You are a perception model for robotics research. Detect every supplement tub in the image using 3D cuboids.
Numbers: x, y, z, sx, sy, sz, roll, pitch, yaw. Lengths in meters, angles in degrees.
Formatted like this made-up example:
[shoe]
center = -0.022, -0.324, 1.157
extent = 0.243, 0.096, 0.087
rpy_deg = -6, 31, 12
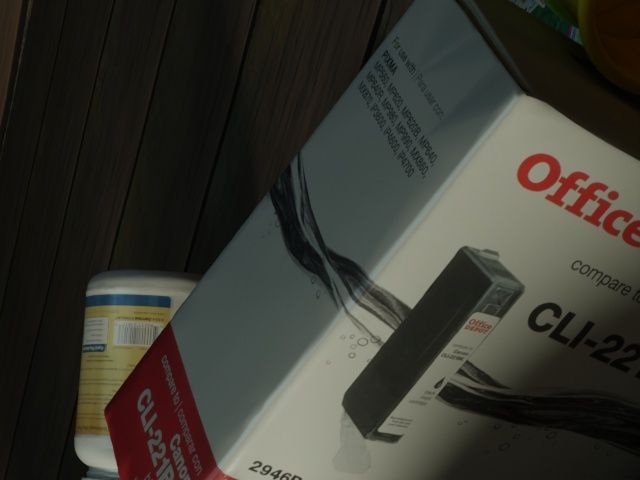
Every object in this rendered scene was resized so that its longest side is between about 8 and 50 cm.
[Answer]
[supplement tub]
center = -0.142, 0.132, 1.403
extent = 0.144, 0.144, 0.200
rpy_deg = 163, 112, -67

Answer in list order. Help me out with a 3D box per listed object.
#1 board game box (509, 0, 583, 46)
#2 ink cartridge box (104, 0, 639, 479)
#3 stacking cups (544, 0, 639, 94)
[board game box]
center = 0.157, -0.212, 0.865
extent = 0.213, 0.046, 0.317
rpy_deg = -121, 42, -56
[ink cartridge box]
center = 0.061, 0.046, 0.724
extent = 0.273, 0.197, 0.114
rpy_deg = -53, 33, 19
[stacking cups]
center = 0.115, -0.187, 0.779
extent = 0.316, 0.096, 0.096
rpy_deg = -113, 35, -53
